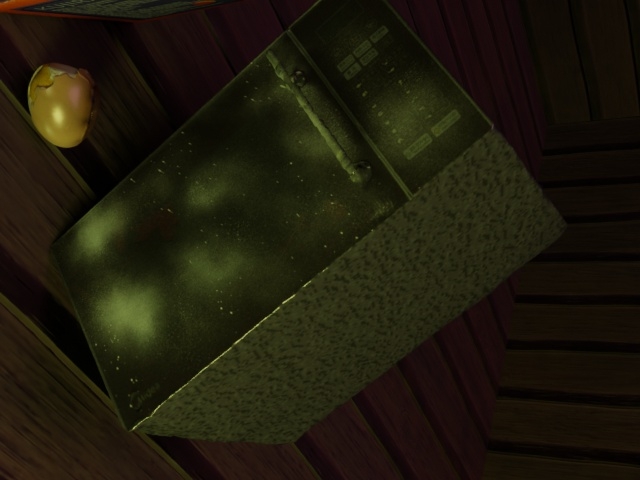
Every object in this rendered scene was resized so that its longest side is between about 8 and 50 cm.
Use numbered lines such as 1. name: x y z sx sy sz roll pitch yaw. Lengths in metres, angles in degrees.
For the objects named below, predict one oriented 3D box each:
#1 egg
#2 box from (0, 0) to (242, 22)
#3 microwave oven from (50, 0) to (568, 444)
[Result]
1. egg: -0.262 -0.137 0.818 0.071 0.071 0.083 0 100 -62
2. box: -0.147 -0.393 0.755 0.257 0.348 0.319 -24 111 -60
3. microwave oven: 0.000 0.000 0.872 0.236 0.432 0.374 57 15 28
